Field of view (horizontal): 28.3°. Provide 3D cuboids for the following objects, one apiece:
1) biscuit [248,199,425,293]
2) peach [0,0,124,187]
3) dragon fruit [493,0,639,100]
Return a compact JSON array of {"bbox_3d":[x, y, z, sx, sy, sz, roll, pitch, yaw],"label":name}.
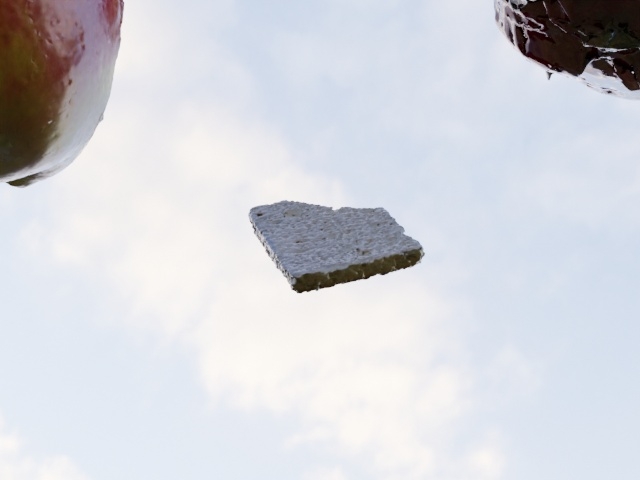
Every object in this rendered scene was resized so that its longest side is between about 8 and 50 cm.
[{"bbox_3d":[0.010,-0.003,1.258,0.131,0.237,0.026,-11,-71,-10],"label":"biscuit"},{"bbox_3d":[-0.150,-0.092,0.537,0.151,0.151,0.118,12,-28,-8],"label":"peach"},{"bbox_3d":[0.273,-0.274,1.071,0.329,0.329,0.329,1,-48,2],"label":"dragon fruit"}]
